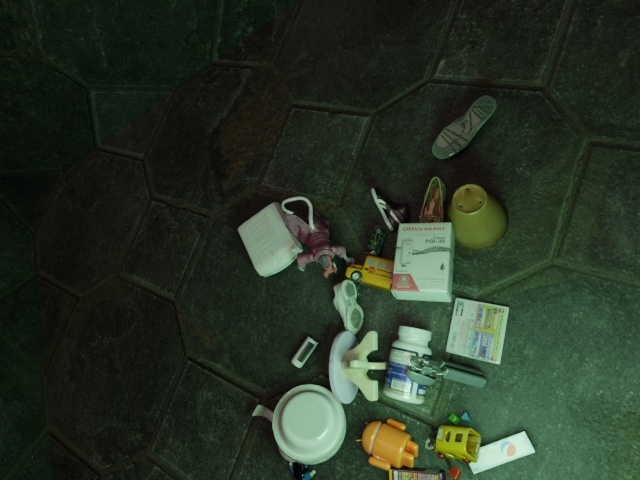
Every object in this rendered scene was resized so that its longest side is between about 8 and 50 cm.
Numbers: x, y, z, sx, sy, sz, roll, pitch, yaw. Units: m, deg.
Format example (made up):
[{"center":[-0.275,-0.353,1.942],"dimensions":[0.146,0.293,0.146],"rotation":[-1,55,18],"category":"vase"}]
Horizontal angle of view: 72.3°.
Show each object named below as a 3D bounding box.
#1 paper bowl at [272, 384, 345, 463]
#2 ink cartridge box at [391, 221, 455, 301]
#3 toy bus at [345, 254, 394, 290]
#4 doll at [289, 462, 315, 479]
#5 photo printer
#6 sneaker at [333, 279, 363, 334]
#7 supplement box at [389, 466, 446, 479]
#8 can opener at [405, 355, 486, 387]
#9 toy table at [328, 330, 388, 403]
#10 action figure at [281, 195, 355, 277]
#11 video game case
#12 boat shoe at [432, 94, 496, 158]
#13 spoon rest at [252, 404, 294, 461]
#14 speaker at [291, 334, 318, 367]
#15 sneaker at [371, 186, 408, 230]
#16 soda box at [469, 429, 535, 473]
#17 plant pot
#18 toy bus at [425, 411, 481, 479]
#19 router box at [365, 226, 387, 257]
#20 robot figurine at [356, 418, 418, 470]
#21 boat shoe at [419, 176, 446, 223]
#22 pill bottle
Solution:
[{"center":[-0.044,0.704,1.697],"dimensions":[0.285,0.148,0.284],"rotation":[-3,55,4],"category":"paper bowl"},{"center":[0.388,0.078,1.649],"dimensions":[0.208,0.117,0.282],"rotation":[-1,63,24],"category":"ink cartridge box"},{"center":[0.277,0.148,1.800],"dimensions":[0.333,0.108,0.130],"rotation":[14,79,29],"category":"toy bus"},{"center":[-0.069,0.902,1.754],"dimensions":[0.129,0.046,0.188],"rotation":[6,77,36],"category":"doll"},{"center":[-0.236,0.004,2.095],"dimensions":[0.256,0.107,0.307],"rotation":[-35,62,11],"category":"photo printer"},{"center":[0.110,0.286,1.862],"dimensions":[0.115,0.091,0.231],"rotation":[-20,75,52],"category":"sneaker"},{"center":[0.345,0.867,1.548],"dimensions":[0.188,0.081,0.103],"rotation":[-8,70,23],"category":"supplement box"},{"center":[0.442,0.481,1.562],"dimensions":[0.284,0.076,0.095],"rotation":[17,109,-8],"category":"can opener"},{"center":[0.150,0.488,1.694],"dimensions":[0.161,0.252,0.273],"rotation":[-13,78,39],"category":"toy table"},{"center":[0.000,0.000,1.880],"dimensions":[0.248,0.275,0.370],"rotation":[-18,44,-10],"category":"action figure"},{"center":[0.587,0.335,1.640],"dimensions":[0.194,0.023,0.212],"rotation":[8,76,28],"category":"video game case"},{"center":[0.609,-0.472,1.862],"dimensions":[0.118,0.103,0.320],"rotation":[43,101,11],"category":"boat shoe"},{"center":[-0.163,0.789,1.813],"dimensions":[0.276,0.084,0.137],"rotation":[34,94,32],"category":"spoon rest"},{"center":[-0.068,0.480,1.889],"dimensions":[0.055,0.055,0.136],"rotation":[36,90,30],"category":"speaker"},{"center":[0.314,-0.157,1.908],"dimensions":[0.121,0.079,0.216],"rotation":[-27,72,12],"category":"sneaker"},{"center":[0.604,0.713,1.478],"dimensions":[0.216,0.074,0.069],"rotation":[-28,63,15],"category":"soda box"},{"center":[0.580,-0.114,1.659],"dimensions":[0.237,0.254,0.236],"rotation":[-8,69,22],"category":"plant pot"},{"center":[0.441,0.684,1.498],"dimensions":[0.202,0.104,0.191],"rotation":[-44,25,7],"category":"toy bus"},{"center":[0.241,0.012,1.872],"dimensions":[0.038,0.092,0.122],"rotation":[13,80,28],"category":"router box"},{"center":[0.248,0.746,1.611],"dimensions":[0.220,0.128,0.157],"rotation":[14,82,28],"category":"robot figurine"},{"center":[0.460,-0.122,1.812],"dimensions":[0.105,0.089,0.284],"rotation":[2,75,26],"category":"boat shoe"},{"center":[0.334,0.463,1.645],"dimensions":[0.153,0.153,0.264],"rotation":[7,77,27],"category":"pill bottle"}]
